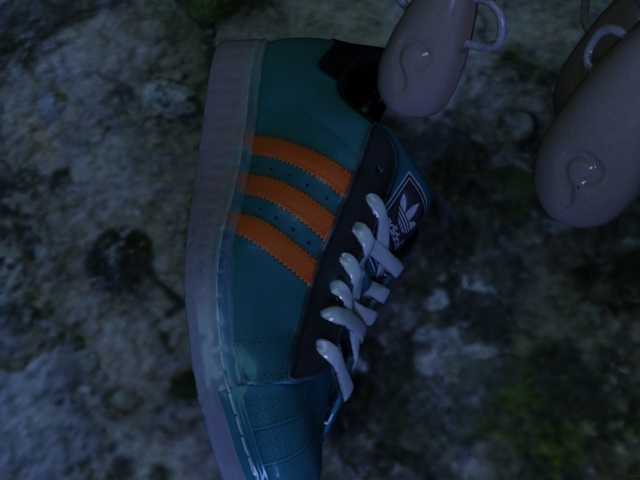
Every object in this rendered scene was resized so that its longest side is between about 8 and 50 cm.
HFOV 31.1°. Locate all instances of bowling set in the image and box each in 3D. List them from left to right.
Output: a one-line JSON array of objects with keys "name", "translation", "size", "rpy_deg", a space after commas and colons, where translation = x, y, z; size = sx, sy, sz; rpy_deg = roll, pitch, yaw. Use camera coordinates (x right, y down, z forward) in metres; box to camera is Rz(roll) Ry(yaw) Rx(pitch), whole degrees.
[{"name": "bowling set", "translation": [0.189, -0.096, 0.594], "size": [0.287, 0.154, 0.200], "rpy_deg": [36, 43, 17]}]

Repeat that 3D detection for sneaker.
[{"name": "sneaker", "translation": [0.000, 0.000, 0.615], "size": [0.121, 0.108, 0.302], "rpy_deg": [-6, 55, 8]}]

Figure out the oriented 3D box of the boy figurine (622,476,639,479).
[{"name": "boy figurine", "translation": [0.240, 0.113, 0.503], "size": [0.285, 0.177, 0.092], "rpy_deg": [-29, 14, 4]}]
